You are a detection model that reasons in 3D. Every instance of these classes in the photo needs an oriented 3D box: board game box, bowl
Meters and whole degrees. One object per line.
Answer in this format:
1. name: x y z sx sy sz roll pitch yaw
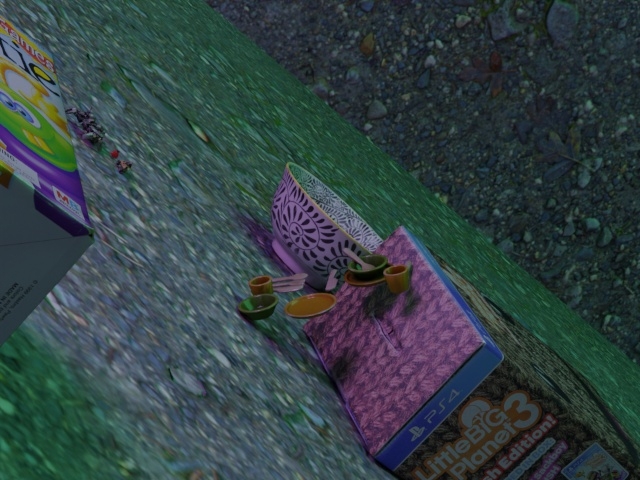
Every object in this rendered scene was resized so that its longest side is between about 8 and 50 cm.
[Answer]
1. board game box: -0.226 -0.045 0.827 0.142 0.144 0.275 38 10 -25
2. bowl: 0.000 0.000 1.756 0.170 0.080 0.170 42 10 -9
3. board game box: 0.157 0.161 1.513 0.291 0.141 0.232 38 11 -30

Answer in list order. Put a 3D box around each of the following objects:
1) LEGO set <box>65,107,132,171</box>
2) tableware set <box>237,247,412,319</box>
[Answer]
1. LEGO set: -0.206 -0.099 1.512 0.083 0.023 0.054 40 10 -21
2. tableware set: 0.005 0.038 1.439 0.104 0.154 0.024 -69 150 -65
